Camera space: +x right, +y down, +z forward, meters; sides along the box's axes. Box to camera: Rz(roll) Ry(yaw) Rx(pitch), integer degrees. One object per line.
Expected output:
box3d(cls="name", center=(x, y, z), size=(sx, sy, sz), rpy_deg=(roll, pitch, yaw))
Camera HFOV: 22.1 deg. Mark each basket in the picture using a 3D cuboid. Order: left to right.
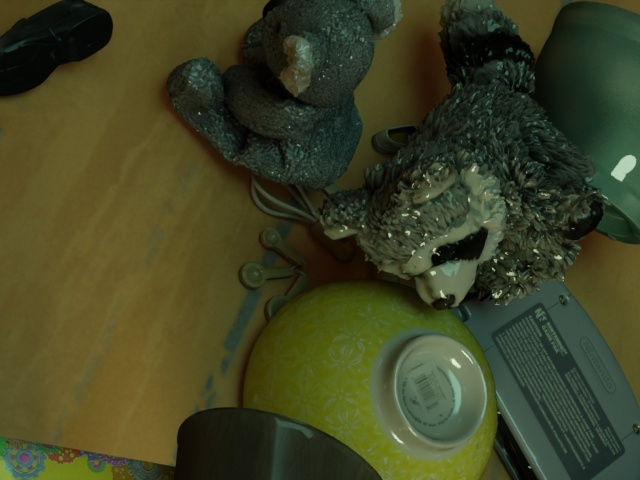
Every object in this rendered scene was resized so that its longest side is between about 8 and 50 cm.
box3d(cls="basket", center=(-0.048, 0.273, 1.235), size=(0.204, 0.154, 0.227), rpy_deg=(47, 42, -38))

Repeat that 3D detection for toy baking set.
box3d(cls="toy baking set", center=(0.006, 0.003, 1.800), size=(0.197, 0.030, 0.256), rpy_deg=(17, 62, -28))

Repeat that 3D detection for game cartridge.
box3d(cls="game cartridge", center=(0.267, 0.178, 1.893), size=(0.198, 0.062, 0.297), rpy_deg=(-27, 87, -43))

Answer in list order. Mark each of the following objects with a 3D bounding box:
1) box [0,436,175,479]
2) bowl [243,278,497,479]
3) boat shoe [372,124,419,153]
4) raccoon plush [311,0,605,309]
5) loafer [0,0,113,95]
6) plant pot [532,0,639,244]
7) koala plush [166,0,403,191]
box3d(cls="box", center=(-0.258, 0.338, 1.321), size=(0.177, 0.279, 0.290), rpy_deg=(14, 64, -27))
box3d(cls="bowl", center=(0.082, 0.165, 1.686), size=(0.289, 0.156, 0.289), rpy_deg=(9, 72, -29))
box3d(cls="boat shoe", center=(0.109, -0.120, 1.919), size=(0.100, 0.035, 0.035), rpy_deg=(1, 70, -34))
box3d(cls="raccoon plush", center=(0.108, -0.115, 1.781), size=(0.299, 0.216, 0.446), rpy_deg=(21, 36, -43))
box3d(cls="loafer", center=(-0.295, -0.198, 1.672), size=(0.170, 0.062, 0.061), rpy_deg=(-28, 49, -32))
box3d(cls="plant pot", center=(0.361, -0.120, 1.962), size=(0.293, 0.293, 0.196), rpy_deg=(36, 81, -17))
box3d(cls="koala plush", center=(-0.012, -0.180, 1.725), size=(0.203, 0.221, 0.196), rpy_deg=(49, 51, 6))
